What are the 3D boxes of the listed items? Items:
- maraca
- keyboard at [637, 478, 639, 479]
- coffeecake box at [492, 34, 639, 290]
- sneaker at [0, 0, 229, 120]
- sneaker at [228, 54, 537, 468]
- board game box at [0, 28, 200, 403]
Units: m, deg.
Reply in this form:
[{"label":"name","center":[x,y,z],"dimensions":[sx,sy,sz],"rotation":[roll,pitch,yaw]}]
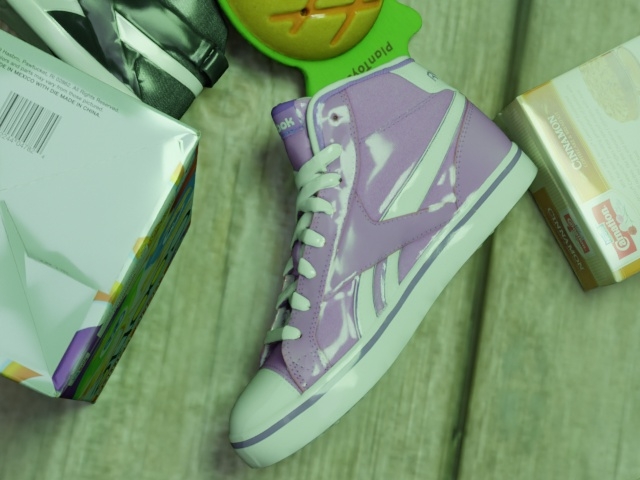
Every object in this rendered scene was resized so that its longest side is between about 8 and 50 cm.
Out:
[{"label":"maraca","center":[-0.003,-0.172,0.796],"dimensions":[0.127,0.099,0.185],"rotation":[-42,114,-10]},{"label":"keyboard","center":[0.342,0.128,0.832],"dimensions":[0.256,0.014,0.072],"rotation":[-34,92,-10]},{"label":"coffeecake box","center":[0.239,-0.070,0.819],"dimensions":[0.185,0.068,0.142],"rotation":[-27,86,-10]},{"label":"sneaker","center":[-0.152,-0.177,0.791],"dimensions":[0.217,0.079,0.121],"rotation":[46,76,-7]},{"label":"sneaker","center":[0.000,0.000,0.758],"dimensions":[0.161,0.102,0.282],"rotation":[43,69,-11]},{"label":"board game box","center":[-0.164,-0.001,0.656],"dimensions":[0.144,0.275,0.142],"rotation":[27,80,-2]}]
